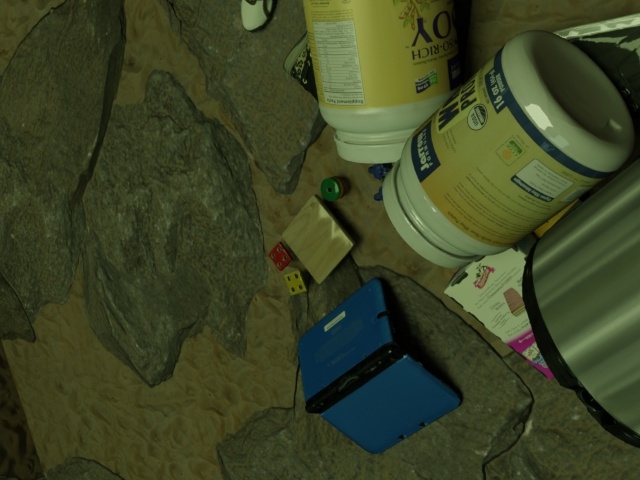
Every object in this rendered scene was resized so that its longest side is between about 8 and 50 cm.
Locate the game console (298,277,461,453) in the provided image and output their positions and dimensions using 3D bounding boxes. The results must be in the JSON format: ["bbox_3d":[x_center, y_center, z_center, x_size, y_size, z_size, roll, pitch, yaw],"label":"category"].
[{"bbox_3d":[0.110,0.258,1.729,0.293,0.173,0.250,-42,44,39],"label":"game console"}]

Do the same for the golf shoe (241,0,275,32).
[{"bbox_3d":[-0.130,-0.496,1.658,0.077,0.094,0.198,37,126,25],"label":"golf shoe"}]

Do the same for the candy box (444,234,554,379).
[{"bbox_3d":[0.344,0.097,1.407,0.233,0.071,0.159,40,128,0],"label":"candy box"}]

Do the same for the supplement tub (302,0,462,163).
[{"bbox_3d":[0.103,-0.314,1.400,0.241,0.241,0.331,8,118,39],"label":"supplement tub"}]

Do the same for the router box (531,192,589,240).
[{"bbox_3d":[0.353,-0.043,1.416,0.133,0.046,0.179,54,130,13],"label":"router box"}]

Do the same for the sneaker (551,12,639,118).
[{"bbox_3d":[0.418,-0.243,1.258,0.296,0.105,0.146,-5,95,37],"label":"sneaker"}]

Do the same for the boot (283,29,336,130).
[{"bbox_3d":[0.044,-0.328,1.568,0.178,0.085,0.236,55,136,10],"label":"boot"}]

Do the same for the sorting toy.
[{"bbox_3d":[0.000,0.000,1.729,0.132,0.046,0.274,52,129,16],"label":"sorting toy"}]

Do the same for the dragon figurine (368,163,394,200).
[{"bbox_3d":[0.220,-0.109,1.443,0.289,0.144,0.085,0,103,40],"label":"dragon figurine"}]

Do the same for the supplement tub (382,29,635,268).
[{"bbox_3d":[0.258,-0.119,1.229,0.316,0.228,0.228,-43,75,40],"label":"supplement tub"}]

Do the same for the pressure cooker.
[{"bbox_3d":[0.521,0.036,1.084,0.375,0.370,0.420,53,133,10],"label":"pressure cooker"}]
